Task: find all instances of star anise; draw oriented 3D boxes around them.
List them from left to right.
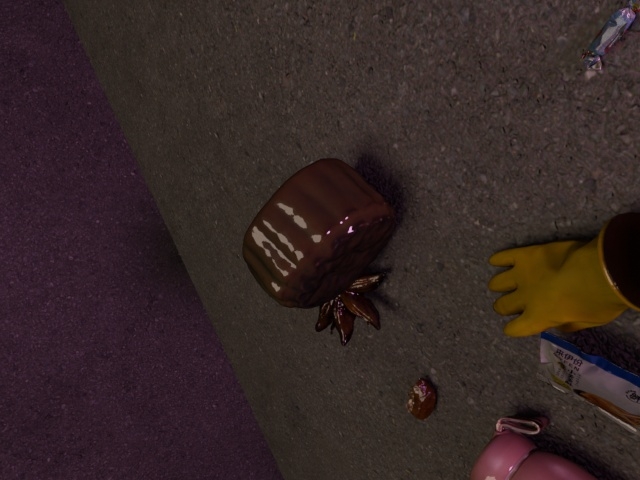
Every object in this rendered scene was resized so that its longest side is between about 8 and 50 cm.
[{"bbox_3d":[0.061,0.107,1.135,0.272,0.102,0.272,0,90,41],"label":"star anise"}]

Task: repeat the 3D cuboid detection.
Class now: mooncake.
[{"bbox_3d":[0.000,0.000,0.947,0.161,0.290,0.290,45,145,21],"label":"mooncake"}]

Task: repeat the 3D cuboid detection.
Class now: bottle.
[{"bbox_3d":[0.402,0.436,0.820,0.297,0.173,0.206,31,106,43],"label":"bottle"}]

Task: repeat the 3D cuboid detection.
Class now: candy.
[{"bbox_3d":[0.320,-0.224,0.548,0.030,0.020,0.083,51,145,17],"label":"candy"}]

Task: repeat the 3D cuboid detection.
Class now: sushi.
[{"bbox_3d":[0.223,0.355,1.117,0.060,0.061,0.118,40,123,46],"label":"sushi"}]

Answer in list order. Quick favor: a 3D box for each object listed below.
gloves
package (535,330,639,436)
[{"bbox_3d":[0.331,0.061,0.706,0.294,0.116,0.133,135,132,-67],"label":"gloves"},{"bbox_3d":[0.395,0.208,0.716,0.171,0.027,0.173,30,159,37],"label":"package"}]
